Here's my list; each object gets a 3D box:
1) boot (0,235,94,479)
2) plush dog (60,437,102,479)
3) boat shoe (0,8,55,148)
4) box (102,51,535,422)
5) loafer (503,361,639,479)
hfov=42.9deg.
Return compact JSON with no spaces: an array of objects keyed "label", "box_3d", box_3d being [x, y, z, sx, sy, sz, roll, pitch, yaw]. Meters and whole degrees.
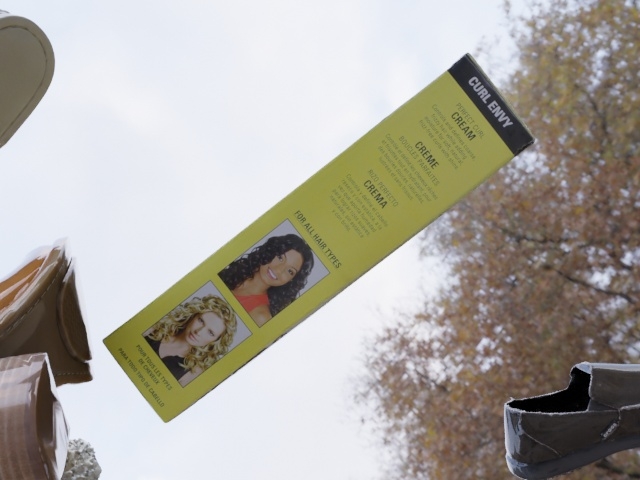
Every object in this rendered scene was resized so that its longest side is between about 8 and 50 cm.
[{"label":"boot","box_3d":[-0.185,0.054,0.359,0.152,0.197,0.073,-8,-73,-6]},{"label":"plush dog","box_3d":[-0.452,0.262,1.114,0.210,0.262,0.225,-30,-34,-23]},{"label":"boat shoe","box_3d":[-0.229,-0.044,0.427,0.206,0.065,0.075,-52,-36,-18]},{"label":"box","box_3d":[0.000,0.000,0.436,0.232,0.058,0.087,-38,-1,6]},{"label":"loafer","box_3d":[0.267,0.146,0.741,0.220,0.080,0.078,-23,-81,-2]}]
